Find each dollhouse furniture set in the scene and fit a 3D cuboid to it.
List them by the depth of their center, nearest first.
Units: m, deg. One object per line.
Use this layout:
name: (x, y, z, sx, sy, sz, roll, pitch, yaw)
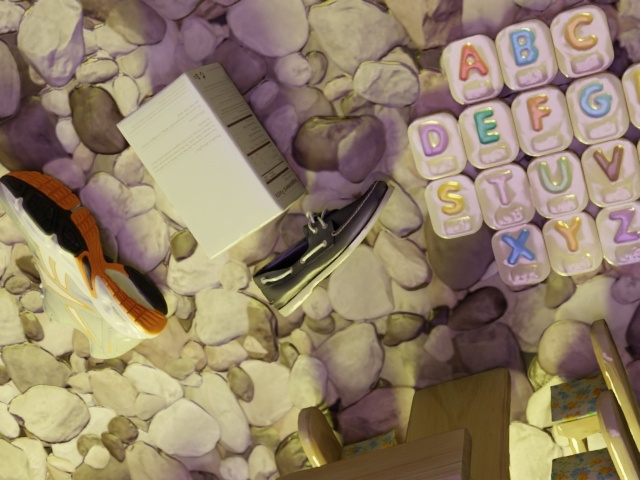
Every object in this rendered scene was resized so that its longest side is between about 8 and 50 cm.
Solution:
dollhouse furniture set: (0.113, 0.222, 0.930, 0.362, 0.394, 0.257, -19, 110, 20)

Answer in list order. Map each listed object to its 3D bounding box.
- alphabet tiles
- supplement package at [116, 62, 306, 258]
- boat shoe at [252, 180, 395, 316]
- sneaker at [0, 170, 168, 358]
alphabet tiles: (0.242, -0.092, 1.009, 0.284, 0.021, 0.278, -12, 103, 18)
supplement package: (-0.116, -0.089, 1.055, 0.105, 0.105, 0.179, -32, 96, 20)
boat shoe: (0.000, 0.000, 1.070, 0.065, 0.075, 0.206, 41, 116, -4)
sneaker: (-0.310, 0.039, 1.152, 0.121, 0.099, 0.262, -38, 93, 26)
